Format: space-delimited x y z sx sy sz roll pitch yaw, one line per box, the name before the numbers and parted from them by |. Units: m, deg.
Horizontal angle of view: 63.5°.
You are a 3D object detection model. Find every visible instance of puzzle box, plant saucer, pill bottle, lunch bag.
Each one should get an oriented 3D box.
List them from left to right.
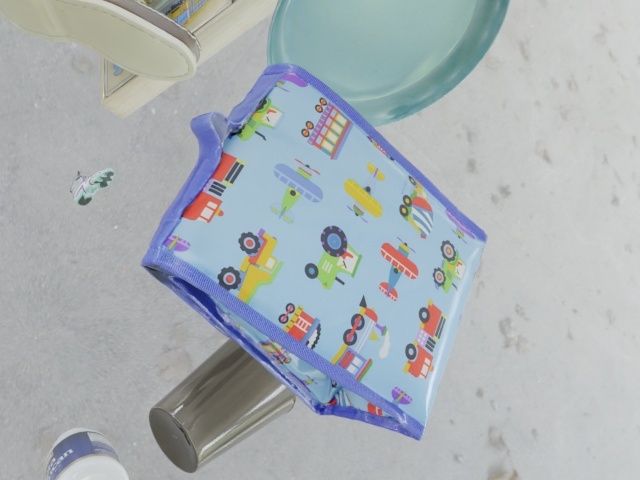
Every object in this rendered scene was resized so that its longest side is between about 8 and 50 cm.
pill bottle | -0.335 0.325 0.729 0.094 0.169 0.094 0 90 -32
puzzle box | -0.228 -0.418 0.897 0.052 0.409 0.272 31 38 -53
lunch bag | 0.000 0.000 0.456 0.293 0.138 0.221 46 57 -31
plant saucer | 0.083 -0.268 0.654 0.318 0.317 0.043 0 56 -29

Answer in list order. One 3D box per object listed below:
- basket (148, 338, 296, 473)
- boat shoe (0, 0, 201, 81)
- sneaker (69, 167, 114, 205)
basket | -0.174 0.287 0.925 0.227 0.154 0.204 -29 117 -46
boat shoe | -0.314 -0.328 0.752 0.324 0.116 0.096 20 61 8
sneaker | -0.470 -0.125 1.049 0.098 0.038 0.069 -43 63 -5
